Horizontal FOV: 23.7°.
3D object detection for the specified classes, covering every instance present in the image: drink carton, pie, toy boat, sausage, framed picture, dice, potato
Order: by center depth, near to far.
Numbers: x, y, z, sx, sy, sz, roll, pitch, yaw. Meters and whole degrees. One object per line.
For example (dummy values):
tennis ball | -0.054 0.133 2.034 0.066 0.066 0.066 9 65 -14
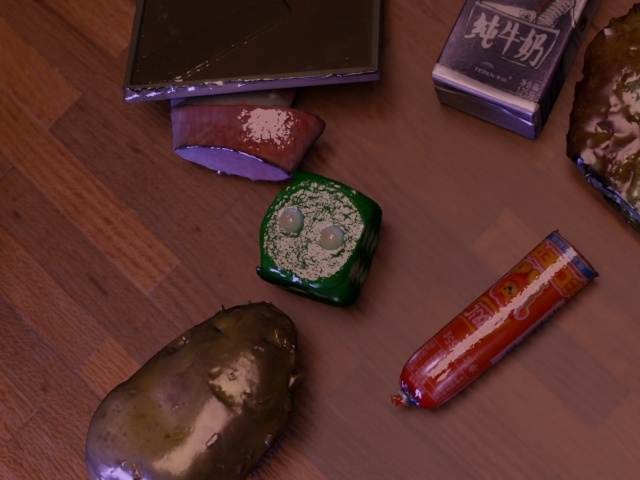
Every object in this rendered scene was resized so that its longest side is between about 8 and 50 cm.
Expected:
pie | 0.451 -0.126 1.727 0.354 0.103 0.288 41 88 20
sausage | 0.191 0.102 1.740 0.274 0.074 0.074 -41 74 1
potato | -0.135 0.197 1.744 0.296 0.141 0.191 -48 58 -2
dice | 0.000 0.000 1.767 0.120 0.128 0.131 19 80 12
drink carton | 0.238 -0.251 1.797 0.134 0.102 0.222 23 81 17
framed picture | -0.078 -0.272 1.850 0.315 0.024 0.232 -3 54 10
toy boat | -0.070 -0.214 1.859 0.206 0.096 0.282 11 71 23
